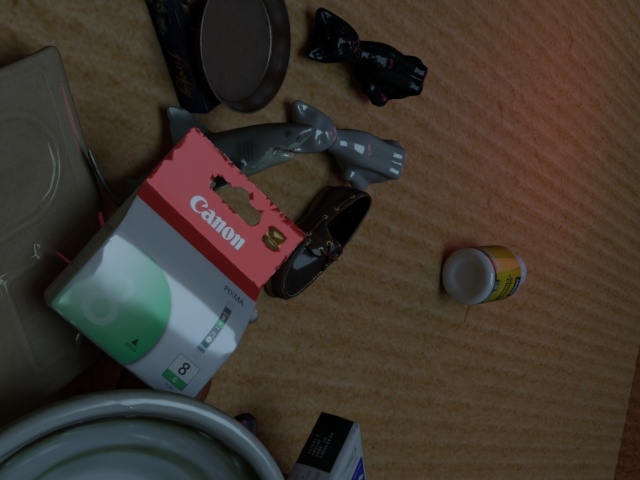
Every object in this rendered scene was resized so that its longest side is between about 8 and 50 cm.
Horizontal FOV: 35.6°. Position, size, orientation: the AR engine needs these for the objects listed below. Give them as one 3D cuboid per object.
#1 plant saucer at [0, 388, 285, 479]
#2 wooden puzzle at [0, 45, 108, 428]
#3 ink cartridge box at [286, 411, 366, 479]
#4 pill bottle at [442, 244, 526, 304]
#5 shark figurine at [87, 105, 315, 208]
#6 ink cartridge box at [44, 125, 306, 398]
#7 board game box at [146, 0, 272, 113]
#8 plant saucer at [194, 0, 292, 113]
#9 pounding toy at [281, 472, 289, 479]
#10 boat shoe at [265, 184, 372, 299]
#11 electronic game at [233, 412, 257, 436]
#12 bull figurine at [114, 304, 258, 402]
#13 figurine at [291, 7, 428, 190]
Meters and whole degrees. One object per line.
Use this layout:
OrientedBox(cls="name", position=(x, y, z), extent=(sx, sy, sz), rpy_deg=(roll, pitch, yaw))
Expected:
OrientedBox(cls="plant saucer", position=(-0.222, 0.323, 0.988), extent=(0.400, 0.100, 0.401), rpy_deg=(-7, 106, -24))
OrientedBox(cls="wooden puzzle", position=(-0.330, 0.024, 0.923), extent=(0.348, 0.080, 0.322), rpy_deg=(-44, 133, -47))
OrientedBox(cls="ink cartridge box", position=(0.010, 0.414, 1.371), extent=(0.371, 0.069, 0.176), rpy_deg=(79, 31, -45))
OrientedBox(cls="pill bottle", position=(0.307, 0.061, 1.823), extent=(0.184, 0.103, 0.103), rpy_deg=(-3, 100, -55))
OrientedBox(cls="shark figurine", position=(-0.161, -0.095, 1.119), extent=(0.278, 0.166, 0.116), rpy_deg=(-25, 95, -40))
OrientedBox(cls="ink cartridge box", position=(-0.133, 0.029, 0.991), extent=(0.225, 0.056, 0.181), rpy_deg=(-49, 117, -6))
OrientedBox(cls="board game box", position=(-0.131, -0.294, 1.159), extent=(0.165, 0.042, 0.243), rpy_deg=(-46, 133, -40))
OrientedBox(cls="plant saucer", position=(-0.093, -0.233, 1.164), extent=(0.168, 0.029, 0.169), rpy_deg=(-18, 112, -52))
OrientedBox(cls="pounding toy", position=(-0.073, 0.395, 1.378), extent=(0.130, 0.100, 0.141), rpy_deg=(39, 68, -68))
OrientedBox(cls="boat shoe", position=(0.000, 0.000, 1.394), extent=(0.207, 0.073, 0.073), rpy_deg=(-57, 141, -28))
OrientedBox(cls="electronic game", position=(-0.156, 0.295, 1.175), extent=(0.229, 0.048, 0.229), rpy_deg=(-47, 167, -15))
OrientedBox(cls="bull figurine", position=(-0.179, 0.174, 1.111), extent=(0.310, 0.101, 0.188), rpy_deg=(-61, 167, 7))
OrientedBox(cls="figurine", position=(0.039, -0.194, 1.405), extent=(0.209, 0.092, 0.215), rpy_deg=(20, 82, -47))
